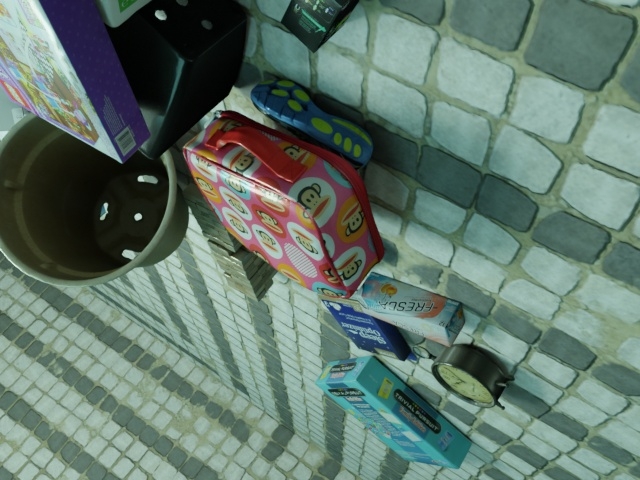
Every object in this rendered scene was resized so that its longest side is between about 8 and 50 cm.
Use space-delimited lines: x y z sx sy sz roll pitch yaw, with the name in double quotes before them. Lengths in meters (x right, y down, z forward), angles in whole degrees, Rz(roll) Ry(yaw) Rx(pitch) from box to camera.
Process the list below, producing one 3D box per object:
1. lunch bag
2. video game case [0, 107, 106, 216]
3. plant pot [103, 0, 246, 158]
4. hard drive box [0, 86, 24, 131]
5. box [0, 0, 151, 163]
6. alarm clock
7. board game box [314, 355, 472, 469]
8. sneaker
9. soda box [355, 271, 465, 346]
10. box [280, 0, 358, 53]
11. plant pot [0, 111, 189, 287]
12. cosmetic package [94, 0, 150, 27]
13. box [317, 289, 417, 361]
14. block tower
"lunch bag" -0.062 -0.062 0.838 0.293 0.120 0.258 29 157 35
"video game case" -0.658 -0.183 1.422 0.245 0.061 0.269 8 123 21
"plant pot" -0.203 -0.255 0.768 0.187 0.188 0.167 43 142 -10
"hard drive box" -0.613 -0.343 1.094 0.181 0.089 0.232 -38 65 63
"box" -0.307 -0.229 0.623 0.201 0.057 0.293 28 154 18
"alarm clock" 0.256 0.237 1.098 0.192 0.064 0.129 22 150 26
"board game box" 0.175 0.431 1.503 0.336 0.079 0.254 42 154 -8
"sneaker" -0.019 -0.150 0.810 0.188 0.067 0.078 33 148 4
"soda box" 0.155 0.118 1.038 0.183 0.058 0.063 18 148 35
"box" 0.006 -0.250 0.620 0.052 0.062 0.083 42 154 -4
"plant pot" -0.404 -0.067 1.160 0.334 0.333 0.305 35 175 6
"cosmetic package" -0.187 -0.393 0.486 0.155 0.197 0.365 36 156 6
"box" 0.100 0.183 1.245 0.137 0.036 0.225 5 141 48
"block tower" -0.174 -0.012 1.211 0.097 0.091 0.335 25 151 25
